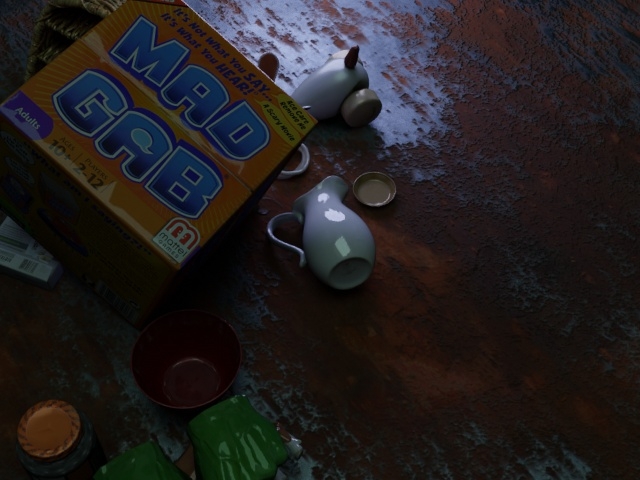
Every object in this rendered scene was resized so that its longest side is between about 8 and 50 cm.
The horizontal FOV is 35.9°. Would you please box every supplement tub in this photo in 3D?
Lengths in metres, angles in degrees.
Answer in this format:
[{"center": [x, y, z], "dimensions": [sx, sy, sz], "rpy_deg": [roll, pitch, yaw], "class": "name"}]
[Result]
[{"center": [-0.393, 0.324, 1.501], "dimensions": [0.117, 0.190, 0.117], "rpy_deg": [0, 54, -1], "class": "supplement tub"}]

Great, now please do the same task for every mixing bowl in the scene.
[{"center": [-0.218, 0.215, 1.635], "dimensions": [0.181, 0.098, 0.181], "rpy_deg": [1, 55, -1], "class": "mixing bowl"}]

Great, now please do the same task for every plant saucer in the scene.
[{"center": [0.104, -0.096, 1.907], "dimensions": [0.083, 0.015, 0.083], "rpy_deg": [1, 56, -1], "class": "plant saucer"}]

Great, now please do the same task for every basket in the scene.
[{"center": [-0.437, -0.368, 1.969], "dimensions": [0.299, 0.213, 0.223], "rpy_deg": [32, 60, 20], "class": "basket"}]

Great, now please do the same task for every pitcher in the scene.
[{"center": [0.000, 0.000, 1.788], "dimensions": [0.177, 0.125, 0.207], "rpy_deg": [-28, 47, 5], "class": "pitcher"}]

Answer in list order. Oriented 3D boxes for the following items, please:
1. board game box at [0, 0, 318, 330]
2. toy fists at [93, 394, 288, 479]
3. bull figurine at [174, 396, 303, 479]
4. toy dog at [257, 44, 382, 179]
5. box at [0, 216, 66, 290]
[{"center": [-0.290, -0.132, 1.654], "dimensions": [0.356, 0.356, 0.356], "rpy_deg": [42, 63, -2], "class": "board game box"}, {"center": [-0.182, 0.347, 1.429], "dimensions": [0.279, 0.096, 0.142], "rpy_deg": [-25, 57, -16], "class": "toy fists"}, {"center": [-0.169, 0.383, 1.520], "dimensions": [0.188, 0.101, 0.310], "rpy_deg": [28, 61, 13], "class": "bull figurine"}, {"center": [-0.028, -0.296, 1.956], "dimensions": [0.333, 0.161, 0.220], "rpy_deg": [-37, 63, -23], "class": "toy dog"}, {"center": [-0.516, -0.010, 1.825], "dimensions": [0.145, 0.038, 0.186], "rpy_deg": [18, 58, 11], "class": "box"}]
